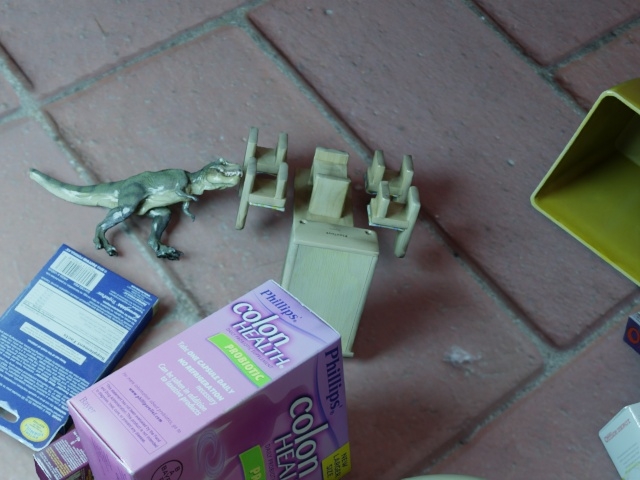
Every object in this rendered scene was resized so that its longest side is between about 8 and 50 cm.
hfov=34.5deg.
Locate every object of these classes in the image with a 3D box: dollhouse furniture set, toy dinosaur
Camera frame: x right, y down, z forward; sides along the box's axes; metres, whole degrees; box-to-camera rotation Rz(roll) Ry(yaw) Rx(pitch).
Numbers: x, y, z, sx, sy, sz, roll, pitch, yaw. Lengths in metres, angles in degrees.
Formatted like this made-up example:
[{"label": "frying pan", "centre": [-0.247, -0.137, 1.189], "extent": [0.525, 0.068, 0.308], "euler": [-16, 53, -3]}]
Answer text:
[{"label": "dollhouse furniture set", "centre": [0.000, 0.000, 1.268], "extent": [0.212, 0.161, 0.242], "euler": [9, 35, -7]}, {"label": "toy dinosaur", "centre": [-0.223, -0.038, 1.257], "extent": [0.268, 0.064, 0.118], "euler": [-3, 71, 3]}]

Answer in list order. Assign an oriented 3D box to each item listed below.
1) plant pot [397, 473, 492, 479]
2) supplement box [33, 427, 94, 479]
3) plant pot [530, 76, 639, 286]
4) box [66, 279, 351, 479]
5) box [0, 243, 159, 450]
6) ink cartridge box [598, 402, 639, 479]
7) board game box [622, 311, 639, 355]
[{"label": "plant pot", "centre": [0.151, 0.342, 0.978], "extent": [0.284, 0.191, 0.284], "euler": [18, 52, -24]}, {"label": "supplement box", "centre": [-0.255, 0.229, 1.088], "extent": [0.083, 0.055, 0.043], "euler": [-31, 68, -28]}, {"label": "plant pot", "centre": [0.448, -0.097, 1.373], "extent": [0.212, 0.212, 0.187], "euler": [39, 45, 12]}, {"label": "box", "centre": [-0.099, 0.198, 1.032], "extent": [0.243, 0.213, 0.117], "euler": [-31, 47, -28]}, {"label": "box", "centre": [-0.300, 0.121, 1.156], "extent": [0.136, 0.036, 0.225], "euler": [30, 56, 7]}, {"label": "ink cartridge box", "centre": [0.386, 0.255, 1.194], "extent": [0.052, 0.088, 0.122], "euler": [-15, 63, -20]}, {"label": "board game box", "centre": [0.556, 0.177, 1.229], "extent": [0.208, 0.056, 0.347], "euler": [-13, 38, -24]}]
